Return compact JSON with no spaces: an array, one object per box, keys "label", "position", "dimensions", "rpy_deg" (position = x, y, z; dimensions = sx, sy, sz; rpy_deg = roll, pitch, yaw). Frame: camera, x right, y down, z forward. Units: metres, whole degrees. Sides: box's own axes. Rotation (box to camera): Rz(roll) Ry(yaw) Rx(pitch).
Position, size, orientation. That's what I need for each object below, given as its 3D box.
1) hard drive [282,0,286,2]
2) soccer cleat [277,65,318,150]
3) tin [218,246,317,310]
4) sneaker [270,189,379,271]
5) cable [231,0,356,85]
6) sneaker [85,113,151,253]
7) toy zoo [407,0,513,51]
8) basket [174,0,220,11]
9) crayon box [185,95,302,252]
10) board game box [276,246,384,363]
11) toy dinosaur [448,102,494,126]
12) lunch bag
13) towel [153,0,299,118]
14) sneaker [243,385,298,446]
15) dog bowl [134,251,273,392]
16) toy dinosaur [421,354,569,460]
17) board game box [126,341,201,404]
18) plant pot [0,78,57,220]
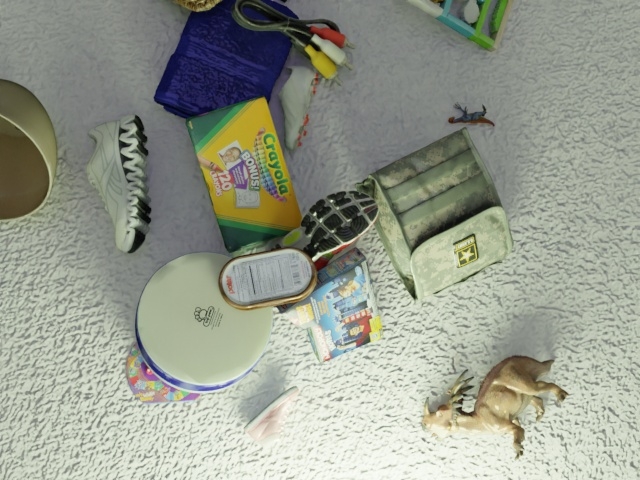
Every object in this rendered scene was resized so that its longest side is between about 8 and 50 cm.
[{"label":"hard drive","position":[-0.103,-0.599,1.883],"dimensions":[0.135,0.022,0.094],"rpy_deg":[37,78,3]},{"label":"soccer cleat","position":[-0.058,-0.281,1.808],"dimensions":[0.076,0.068,0.196],"rpy_deg":[12,71,2]},{"label":"tin","position":[-0.100,0.071,1.625],"dimensions":[0.189,0.040,0.106],"rpy_deg":[-11,76,-2]},{"label":"sneaker","position":[0.000,0.000,1.711],"dimensions":[0.279,0.118,0.107],"rpy_deg":[-36,73,11]},{"label":"cable","position":[-0.044,-0.446,1.785],"dimensions":[0.287,0.072,0.140],"rpy_deg":[30,66,-30]},{"label":"sneaker","position":[-0.409,-0.110,1.729],"dimensions":[0.118,0.110,0.292],"rpy_deg":[-7,72,1]},{"label":"toy zoo","position":[0.292,-0.561,1.854],"dimensions":[0.293,0.030,0.192],"rpy_deg":[25,77,-22]},{"label":"basket","position":[-0.248,-0.641,1.805],"dimensions":[0.299,0.213,0.223],"rpy_deg":[-47,118,-17]},{"label":"crayon box","position":[-0.152,-0.133,1.724],"dimensions":[0.165,0.081,0.279],"rpy_deg":[-18,98,-8]},{"label":"board game box","position":[0.013,0.138,1.699],"dimensions":[0.194,0.060,0.194],"rpy_deg":[-20,119,-12]},{"label":"toy dinosaur","position":[0.321,-0.264,1.849],"dimensions":[0.082,0.047,0.090],"rpy_deg":[-32,94,8]},{"label":"lunch bag","position":[0.240,-0.044,1.738],"dimensions":[0.235,0.169,0.287],"rpy_deg":[-26,90,-13]},{"label":"towel","position":[-0.195,-0.382,1.814],"dimensions":[0.227,0.076,0.308],"rpy_deg":[22,78,-8]},{"label":"sneaker","position":[-0.081,0.352,1.690],"dimensions":[0.134,0.051,0.070],"rpy_deg":[-41,87,-8]},{"label":"dog bowl","position":[-0.227,0.159,1.666],"dimensions":[0.264,0.104,0.265],"rpy_deg":[4,72,-12]},{"label":"toy dinosaur","position":[0.356,0.305,1.705],"dimensions":[0.200,0.127,0.296],"rpy_deg":[41,73,10]},{"label":"board game box","position":[-0.302,0.255,1.697],"dimensions":[0.168,0.033,0.133],"rpy_deg":[-3,79,-5]},{"label":"plant pot","position":[-0.635,-0.205,1.661],"dimensions":[0.284,0.284,0.191],"rpy_deg":[10,43,-3]}]
